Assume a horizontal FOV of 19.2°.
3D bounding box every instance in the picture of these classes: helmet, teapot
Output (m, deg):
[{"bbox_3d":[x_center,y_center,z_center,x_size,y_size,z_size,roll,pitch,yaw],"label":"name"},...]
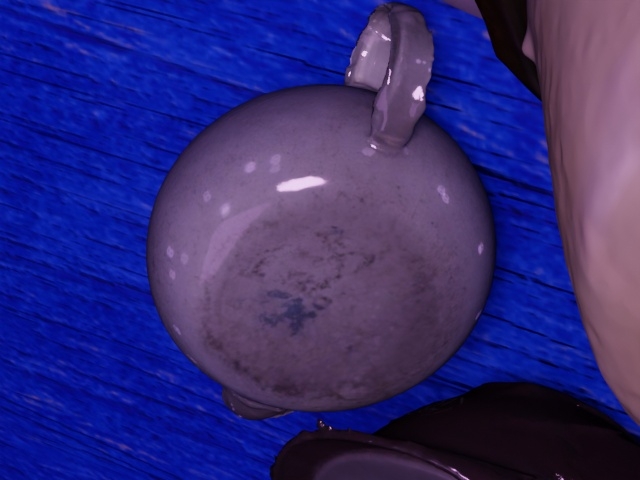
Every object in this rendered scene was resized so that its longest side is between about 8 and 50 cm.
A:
[{"bbox_3d":[0.126,0.185,1.093,0.225,0.177,0.305,-16,107,55],"label":"helmet"},{"bbox_3d":[0.000,0.000,1.051,0.193,0.129,0.294,14,120,-14],"label":"teapot"}]

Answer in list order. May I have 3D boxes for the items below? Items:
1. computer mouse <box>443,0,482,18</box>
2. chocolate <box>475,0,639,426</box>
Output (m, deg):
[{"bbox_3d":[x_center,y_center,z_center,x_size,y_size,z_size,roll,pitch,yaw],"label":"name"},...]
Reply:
[{"bbox_3d":[0.078,-0.206,0.834,0.184,0.121,0.297,33,138,11],"label":"computer mouse"},{"bbox_3d":[0.214,-0.049,0.666,0.326,0.297,0.314,28,131,-8],"label":"chocolate"}]
